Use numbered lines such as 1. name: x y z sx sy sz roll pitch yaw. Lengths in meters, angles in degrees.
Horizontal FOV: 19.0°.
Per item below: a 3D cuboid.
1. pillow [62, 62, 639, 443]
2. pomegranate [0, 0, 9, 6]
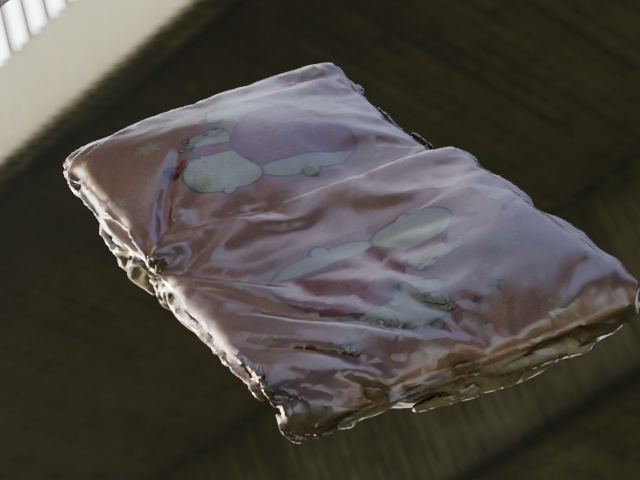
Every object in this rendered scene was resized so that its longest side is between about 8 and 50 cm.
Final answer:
1. pillow: 0.000 0.000 0.704 0.135 0.248 0.049 -18 -62 -20
2. pomegranate: -0.245 -0.284 0.992 0.412 0.411 0.411 -12 -35 -9
